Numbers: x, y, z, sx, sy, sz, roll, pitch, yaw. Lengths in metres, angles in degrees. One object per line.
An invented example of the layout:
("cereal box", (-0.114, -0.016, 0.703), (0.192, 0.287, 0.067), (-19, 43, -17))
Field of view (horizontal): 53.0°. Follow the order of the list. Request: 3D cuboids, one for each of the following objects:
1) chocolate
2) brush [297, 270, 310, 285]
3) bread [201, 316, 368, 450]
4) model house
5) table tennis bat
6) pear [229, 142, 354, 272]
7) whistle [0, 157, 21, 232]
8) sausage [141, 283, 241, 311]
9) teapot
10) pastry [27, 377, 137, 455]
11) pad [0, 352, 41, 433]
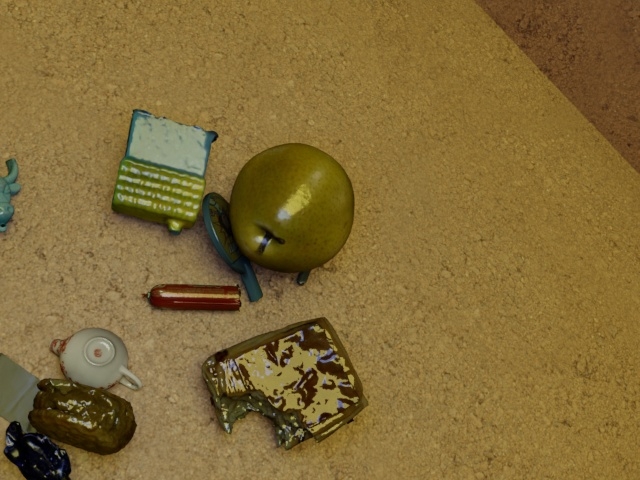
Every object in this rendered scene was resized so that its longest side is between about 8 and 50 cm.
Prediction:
("chocolate", (-0.594, 0.547, 1.445), (0.126, 0.148, 0.343), (-29, 84, -36))
("brush", (0.000, 0.000, 1.960), (0.070, 0.051, 0.323), (29, 61, -12))
("bread", (-0.100, 0.386, 1.690), (0.370, 0.191, 0.314), (-23, 85, -16))
("model house", (-0.432, -0.176, 1.768), (0.237, 0.215, 0.303), (13, 69, -18))
("table tennis bat", (-0.242, 0.017, 1.800), (0.044, 0.215, 0.329), (-22, 99, 13))
("pear", (-0.074, -0.092, 1.784), (0.362, 0.362, 0.418), (41, 28, -2))
("whistle", (-0.859, -0.140, 1.644), (0.186, 0.093, 0.273), (-12, 69, -53))
("sausage", (-0.348, 0.154, 1.741), (0.264, 0.083, 0.083), (4, 68, -20))
("teapot", (-0.547, 0.300, 1.592), (0.245, 0.116, 0.159), (41, 36, -9))
("pastry", (-0.543, 0.407, 1.469), (0.240, 0.235, 0.132), (25, 65, -24))
("pad", (-0.728, 0.369, 1.538), (0.193, 0.004, 0.116), (37, 61, -5))
